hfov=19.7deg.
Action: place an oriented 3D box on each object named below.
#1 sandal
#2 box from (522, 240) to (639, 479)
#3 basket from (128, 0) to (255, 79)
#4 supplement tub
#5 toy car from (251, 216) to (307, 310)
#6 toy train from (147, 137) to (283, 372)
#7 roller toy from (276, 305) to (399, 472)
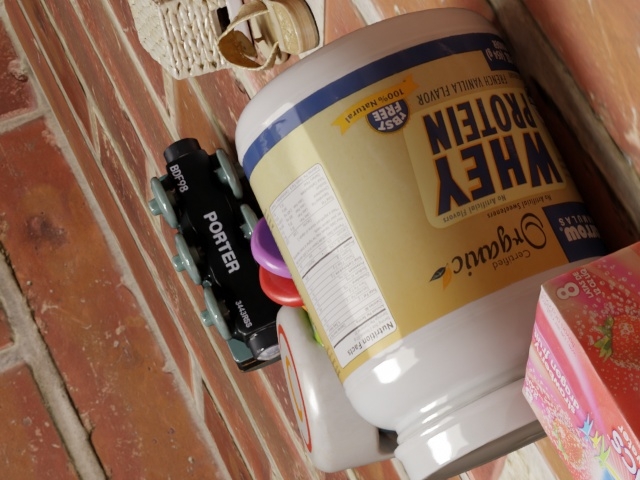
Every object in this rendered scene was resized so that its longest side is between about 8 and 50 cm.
[{"bbox_3d":[-0.075,-0.224,2.015,0.240,0.079,0.088,-166,56,-74],"label":"sandal"},{"bbox_3d":[0.262,0.152,1.162,0.154,0.142,0.300,90,155,-58],"label":"box"},{"bbox_3d":[-0.161,-0.271,2.224,0.167,0.103,0.113,-134,27,-59],"label":"basket"},{"bbox_3d":[0.093,0.006,1.409,0.228,0.228,0.316,114,132,-71],"label":"supplement tub"},{"bbox_3d":[0.000,0.000,1.756,0.182,0.136,0.159,84,160,-49],"label":"toy car"},{"bbox_3d":[-0.125,0.024,2.491,0.190,0.142,0.334,78,167,-70],"label":"toy train"},{"bbox_3d":[0.042,0.145,1.990,0.209,0.146,0.191,131,126,-81],"label":"roller toy"}]
